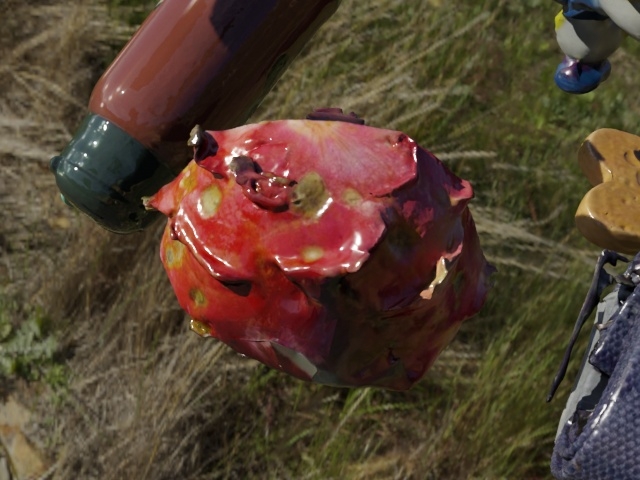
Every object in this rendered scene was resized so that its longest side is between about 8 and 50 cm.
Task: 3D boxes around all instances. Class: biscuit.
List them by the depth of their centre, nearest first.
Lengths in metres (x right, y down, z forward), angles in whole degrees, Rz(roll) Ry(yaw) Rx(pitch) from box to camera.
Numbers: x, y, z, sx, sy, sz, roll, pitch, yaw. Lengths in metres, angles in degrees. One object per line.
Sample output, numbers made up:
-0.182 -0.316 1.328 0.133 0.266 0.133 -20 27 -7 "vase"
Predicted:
0.489 -0.029 1.113 0.355 0.052 0.275 12 52 -1 "biscuit"

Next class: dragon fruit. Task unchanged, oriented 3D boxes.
0.000 0.003 0.622 0.274 0.161 0.126 16 41 -3 "dragon fruit"

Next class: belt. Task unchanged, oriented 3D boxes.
0.234 0.089 0.628 0.126 0.139 0.230 29 48 8 "belt"

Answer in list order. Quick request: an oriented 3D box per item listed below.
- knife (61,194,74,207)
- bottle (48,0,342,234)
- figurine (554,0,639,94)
-0.301 -0.091 1.496 0.260 0.063 0.034 -5 43 0 "knife"
-0.126 -0.159 0.874 0.144 0.144 0.336 33 80 21 "bottle"
0.268 -0.266 0.925 0.205 0.338 0.283 -29 65 -7 "figurine"
